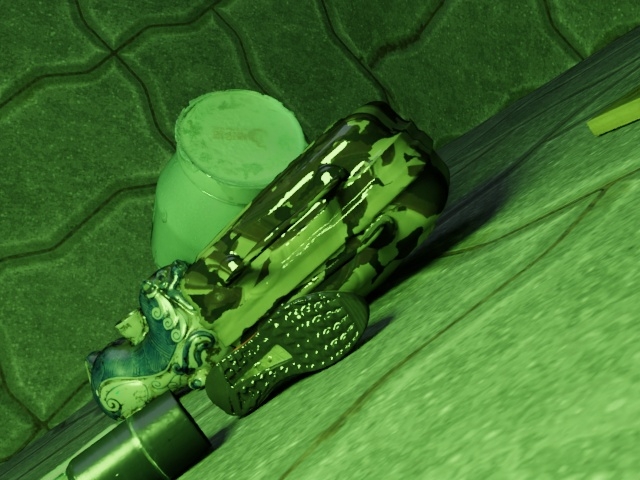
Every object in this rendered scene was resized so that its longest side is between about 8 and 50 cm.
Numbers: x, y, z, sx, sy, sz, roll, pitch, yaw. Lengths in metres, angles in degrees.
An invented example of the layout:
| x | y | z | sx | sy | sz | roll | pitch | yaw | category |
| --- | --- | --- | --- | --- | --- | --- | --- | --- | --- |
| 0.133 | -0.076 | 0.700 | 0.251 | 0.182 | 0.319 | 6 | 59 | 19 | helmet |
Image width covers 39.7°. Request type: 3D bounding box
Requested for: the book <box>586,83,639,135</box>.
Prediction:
| x | y | z | sx | sy | sz | roll | pitch | yaw | category |
| --- | --- | --- | --- | --- | --- | --- | --- | --- | --- |
| 0.433 | -0.195 | 1.053 | 0.161 | 0.026 | 0.231 | -34 | 3 | -12 | book |

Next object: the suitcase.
| x | y | z | sx | sy | sz | roll | pitch | yaw | category |
| --- | --- | --- | --- | --- | --- | --- | --- | --- | --- |
| 0.000 | 0.000 | 1.095 | 0.351 | 0.194 | 0.339 | -43 | 3 | 15 | suitcase |

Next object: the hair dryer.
| x | y | z | sx | sy | sz | roll | pitch | yaw | category |
| --- | --- | --- | --- | --- | --- | --- | --- | --- | --- |
| -0.178 | 0.213 | 0.903 | 0.124 | 0.071 | 0.219 | -35 | -4 | -9 | hair dryer |

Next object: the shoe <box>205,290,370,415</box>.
| x | y | z | sx | sy | sz | roll | pitch | yaw | category |
| --- | --- | --- | --- | --- | --- | --- | --- | --- | --- |
| -0.029 | 0.105 | 0.900 | 0.194 | 0.074 | 0.077 | -36 | -3 | 20 | shoe |

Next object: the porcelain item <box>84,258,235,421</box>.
| x | y | z | sx | sy | sz | roll | pitch | yaw | category |
| --- | --- | --- | --- | --- | --- | --- | --- | --- | --- |
| -0.259 | 0.167 | 1.384 | 0.288 | 0.186 | 0.138 | -34 | 4 | 28 | porcelain item |

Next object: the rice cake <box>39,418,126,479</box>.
| x | y | z | sx | sy | sz | roll | pitch | yaw | category |
| --- | --- | --- | --- | --- | --- | --- | --- | --- | --- |
| -0.348 | 0.323 | 1.094 | 0.290 | 0.051 | 0.081 | -36 | -6 | -6 | rice cake |

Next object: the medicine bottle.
| x | y | z | sx | sy | sz | roll | pitch | yaw | category |
| --- | --- | --- | --- | --- | --- | --- | --- | --- | --- |
| -0.141 | -0.068 | 1.392 | 0.245 | 0.245 | 0.290 | -36 | -21 | -31 | medicine bottle |
